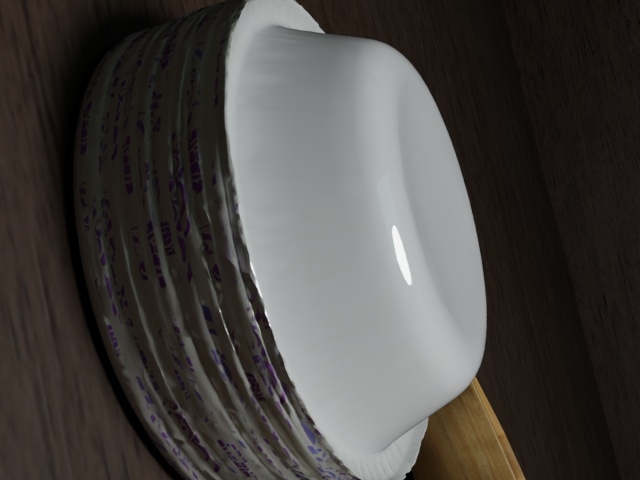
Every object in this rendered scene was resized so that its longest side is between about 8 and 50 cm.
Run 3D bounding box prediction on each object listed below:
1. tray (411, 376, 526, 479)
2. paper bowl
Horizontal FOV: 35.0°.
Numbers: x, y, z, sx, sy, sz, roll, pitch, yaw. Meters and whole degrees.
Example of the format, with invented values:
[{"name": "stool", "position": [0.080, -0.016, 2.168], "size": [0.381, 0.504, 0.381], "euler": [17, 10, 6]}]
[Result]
[{"name": "tray", "position": [0.153, 0.273, 0.748], "size": [0.203, 0.076, 0.411], "euler": [58, 10, -46]}, {"name": "paper bowl", "position": [0.000, 0.000, 0.573], "size": [0.284, 0.148, 0.284], "euler": [-13, 90, -71]}]
